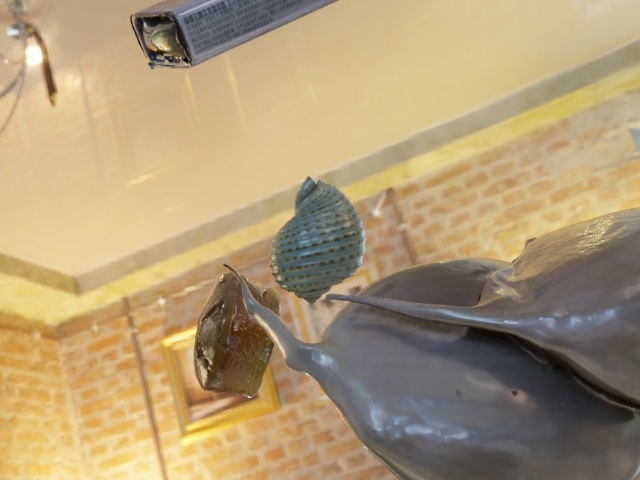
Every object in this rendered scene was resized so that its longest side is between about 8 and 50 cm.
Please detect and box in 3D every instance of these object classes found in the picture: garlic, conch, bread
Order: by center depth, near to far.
[{"bbox_3d":[0.148,0.057,0.634,0.340,0.245,0.231,4,-43,-35],"label":"garlic"},{"bbox_3d":[0.005,0.006,1.487,0.172,0.131,0.200,-2,-65,-31],"label":"conch"},{"bbox_3d":[-0.164,0.177,1.739,0.143,0.269,0.195,19,-58,-11],"label":"bread"}]

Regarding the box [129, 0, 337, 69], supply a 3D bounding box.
[{"bbox_3d":[-0.134,-0.407,1.585,0.370,0.112,0.190,-31,25,-24],"label":"box"}]
